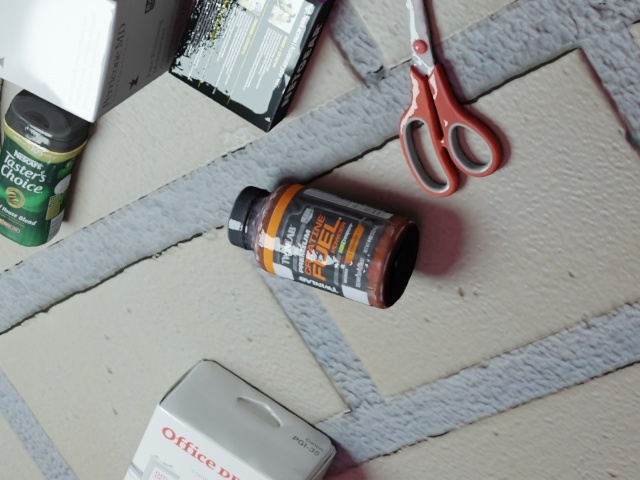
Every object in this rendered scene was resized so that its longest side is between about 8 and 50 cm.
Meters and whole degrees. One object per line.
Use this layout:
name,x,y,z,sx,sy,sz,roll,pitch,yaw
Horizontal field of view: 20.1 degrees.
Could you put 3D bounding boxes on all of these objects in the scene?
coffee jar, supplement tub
coffee jar,-0.334,-0.088,2.118,0.096,0.079,0.184,30,126,11
supplement tub,0.000,0.000,1.968,0.197,0.106,0.106,17,123,20

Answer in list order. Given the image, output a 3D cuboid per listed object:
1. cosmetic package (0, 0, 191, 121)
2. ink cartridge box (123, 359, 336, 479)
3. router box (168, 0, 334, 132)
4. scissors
cosmetic package,-0.243,-0.247,1.915,0.151,0.184,0.151,26,126,14
ink cartridge box,-0.134,0.316,2.205,0.207,0.117,0.283,32,127,10
router box,-0.074,-0.221,1.924,0.133,0.046,0.179,32,127,9
scissors,0.098,-0.182,1.867,0.109,0.021,0.297,-12,111,35
